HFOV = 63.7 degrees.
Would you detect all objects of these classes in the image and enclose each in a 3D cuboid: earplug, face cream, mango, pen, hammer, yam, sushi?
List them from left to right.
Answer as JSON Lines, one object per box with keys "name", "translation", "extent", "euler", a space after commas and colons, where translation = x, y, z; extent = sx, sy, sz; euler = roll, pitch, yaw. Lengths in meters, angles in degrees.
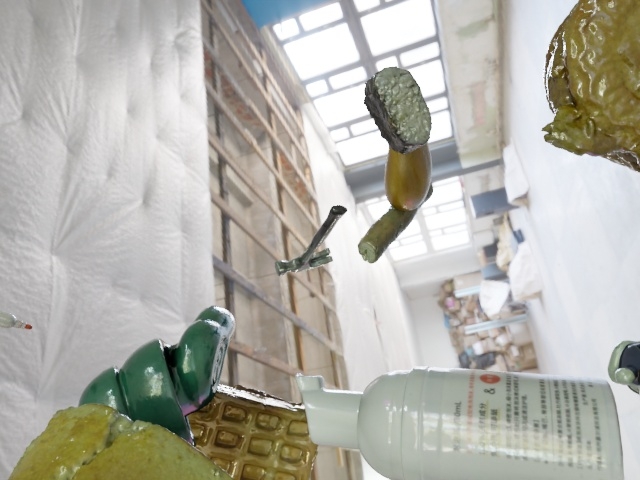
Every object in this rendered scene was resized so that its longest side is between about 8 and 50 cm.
{"name": "pen", "translation": [-0.515, 0.090, 0.720], "extent": [0.218, 0.026, 0.026], "euler": [30, -139, -36]}
{"name": "earplug", "translation": [-0.232, 0.203, 0.770], "extent": [0.257, 0.280, 0.164], "euler": [26, 131, 54]}
{"name": "hammer", "translation": [0.000, 0.000, 0.866], "extent": [0.246, 0.103, 0.029], "euler": [128, 128, -60]}
{"name": "yam", "translation": [0.183, -0.058, 1.218], "extent": [0.317, 0.067, 0.071], "euler": [-45, -27, -39]}
{"name": "sushi", "translation": [0.138, -0.229, 0.909], "extent": [0.150, 0.090, 0.078], "euler": [59, 165, -6]}
{"name": "mango", "translation": [0.188, -0.170, 1.128], "extent": [0.136, 0.099, 0.228], "euler": [-46, -44, -42]}
{"name": "face cream", "translation": [0.139, 0.225, 0.616], "extent": [0.145, 0.369, 0.145], "euler": [-2, -90, -69]}

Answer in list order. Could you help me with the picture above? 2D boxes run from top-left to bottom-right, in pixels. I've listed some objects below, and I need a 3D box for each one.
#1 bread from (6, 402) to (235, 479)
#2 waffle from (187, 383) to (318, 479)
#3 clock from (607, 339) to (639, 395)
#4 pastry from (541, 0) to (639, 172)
{"name": "bread", "translation": [-0.203, 0.288, 0.561], "extent": [0.124, 0.257, 0.186], "euler": [-70, -6, -48]}
{"name": "waffle", "translation": [-0.170, 0.367, 0.906], "extent": [0.098, 0.327, 0.224], "euler": [165, 121, -76]}
{"name": "clock", "translation": [0.777, 0.320, 1.172], "extent": [0.243, 0.199, 0.147], "euler": [-109, 28, -80]}
{"name": "pastry", "translation": [0.387, -0.198, 0.611], "extent": [0.132, 0.240, 0.235], "euler": [-59, -20, -82]}
